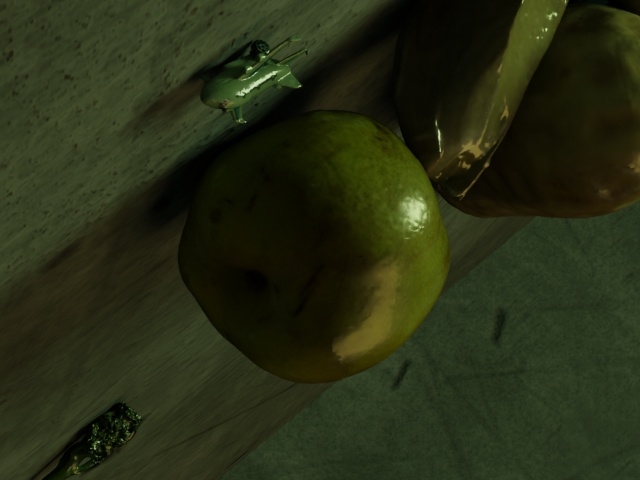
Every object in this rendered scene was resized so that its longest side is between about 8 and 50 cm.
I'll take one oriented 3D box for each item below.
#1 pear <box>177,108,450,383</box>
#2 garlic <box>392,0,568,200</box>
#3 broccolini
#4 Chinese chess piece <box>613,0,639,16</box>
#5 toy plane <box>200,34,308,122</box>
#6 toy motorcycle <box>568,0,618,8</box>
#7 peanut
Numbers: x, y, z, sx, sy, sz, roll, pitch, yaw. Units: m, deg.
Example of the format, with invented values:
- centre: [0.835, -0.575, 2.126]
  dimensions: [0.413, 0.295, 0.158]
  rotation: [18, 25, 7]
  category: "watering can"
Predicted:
- centre: [0.000, 0.000, 1.002]
  dimensions: [0.200, 0.200, 0.200]
  rotation: [-40, 171, -8]
  category: "pear"
- centre: [0.106, -0.136, 1.024]
  dimensions: [0.087, 0.101, 0.195]
  rotation: [28, 88, -49]
  category: "garlic"
- centre: [-0.291, 0.272, 1.492]
  dimensions: [0.254, 0.057, 0.071]
  rotation: [-44, 128, 0]
  category: "broccolini"
- centre: [0.341, -0.268, 1.112]
  dimensions: [0.251, 0.097, 0.251]
  rotation: [-23, 136, -24]
  category: "Chinese chess piece"
- centre: [-0.045, -0.099, 0.845]
  dimensions: [0.083, 0.033, 0.080]
  rotation: [-22, 161, -43]
  category: "toy plane"
- centre: [0.300, -0.180, 1.425]
  dimensions: [0.232, 0.172, 0.416]
  rotation: [-45, 179, -10]
  category: "toy motorcycle"
- centre: [0.186, -0.106, 1.178]
  dimensions: [0.192, 0.169, 0.387]
  rotation: [-22, -172, -18]
  category: "peanut"
